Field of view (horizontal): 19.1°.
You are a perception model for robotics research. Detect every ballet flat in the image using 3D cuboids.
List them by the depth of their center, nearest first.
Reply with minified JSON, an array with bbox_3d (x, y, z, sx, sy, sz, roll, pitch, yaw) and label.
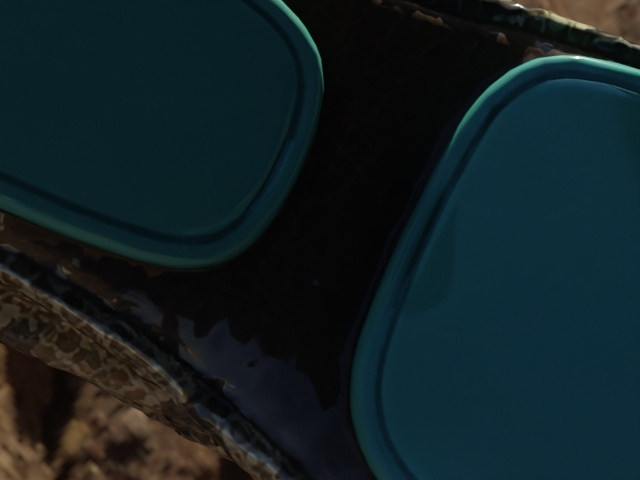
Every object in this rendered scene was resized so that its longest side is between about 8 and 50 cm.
[{"bbox_3d":[0.000,0.000,0.535,0.164,0.482,0.182,-62,3,-11],"label":"ballet flat"}]
